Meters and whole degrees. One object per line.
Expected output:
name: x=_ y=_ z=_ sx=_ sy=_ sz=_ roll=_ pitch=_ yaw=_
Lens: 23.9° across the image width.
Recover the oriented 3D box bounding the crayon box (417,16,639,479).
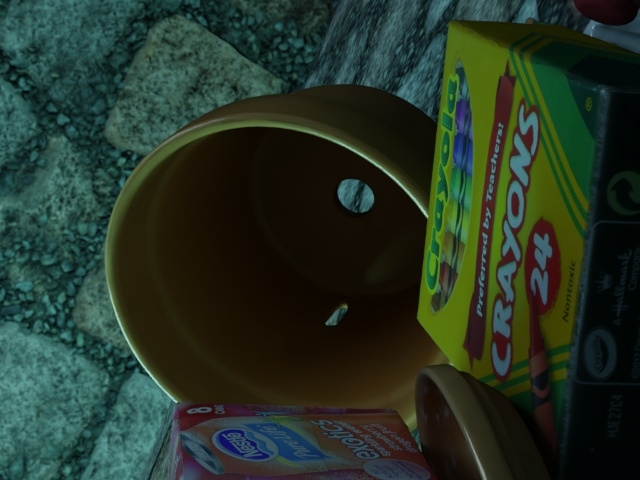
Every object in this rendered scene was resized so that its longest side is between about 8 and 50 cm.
crayon box: x=0.127 y=-0.013 z=0.868 sx=0.318 sy=0.081 sz=0.202 roll=-126 pitch=39 yaw=-72

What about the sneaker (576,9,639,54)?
sneaker: x=0.208 y=-0.139 z=0.989 sx=0.106 sy=0.078 sz=0.234 roll=-36 pitch=-38 yaw=-59

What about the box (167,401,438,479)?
box: x=-0.022 y=0.255 z=0.863 sx=0.154 sy=0.142 sz=0.299 roll=-119 pitch=33 yaw=-77

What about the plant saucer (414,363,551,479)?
plant saucer: x=0.096 y=0.157 z=0.779 sx=0.200 sy=0.037 sz=0.199 roll=164 pitch=90 yaw=-84

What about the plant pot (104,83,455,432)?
plant pot: x=0.000 y=0.000 z=1.217 sx=0.291 sy=0.291 sz=0.203 roll=-60 pitch=-3 yaw=31

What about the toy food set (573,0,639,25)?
toy food set: x=0.201 y=-0.135 z=0.833 sx=0.232 sy=0.111 sz=0.104 roll=13 pitch=78 yaw=39
